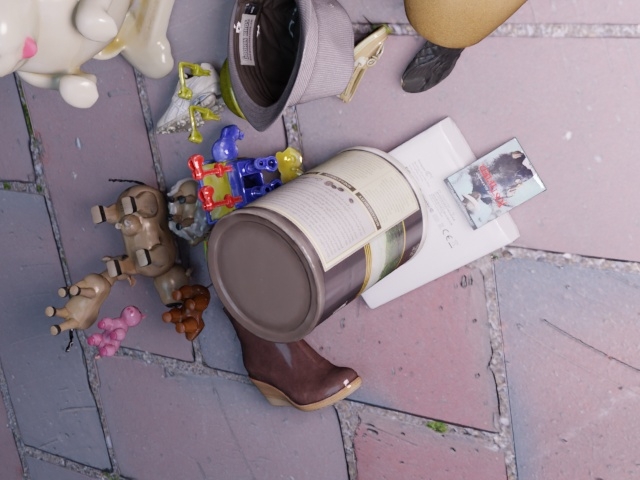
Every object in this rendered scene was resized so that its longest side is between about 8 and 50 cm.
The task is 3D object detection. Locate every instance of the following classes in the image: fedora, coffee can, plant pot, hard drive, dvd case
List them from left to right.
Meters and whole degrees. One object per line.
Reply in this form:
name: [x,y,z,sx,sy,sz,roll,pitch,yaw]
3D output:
fedora: [-0.032,-0.281,1.819,0.275,0.124,0.243,55,132,49]
coffee can: [0.000,0.000,1.817,0.202,0.275,0.201,19,124,32]
hard drive: [0.135,-0.034,1.908,0.307,0.040,0.203,-29,92,45]
plant pot: [0.194,-0.371,1.574,0.237,0.237,0.254,42,148,15]
dvd case: [0.246,-0.079,1.773,0.119,0.013,0.087,-30,92,19]

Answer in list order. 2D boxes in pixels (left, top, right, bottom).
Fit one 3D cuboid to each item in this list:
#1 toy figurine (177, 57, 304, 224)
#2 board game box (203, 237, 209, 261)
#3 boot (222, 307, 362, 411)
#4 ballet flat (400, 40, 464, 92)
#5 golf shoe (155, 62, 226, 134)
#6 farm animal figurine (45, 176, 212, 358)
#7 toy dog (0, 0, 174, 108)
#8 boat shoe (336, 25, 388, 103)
toy figurine: [-0.166,-0.111,2.018,0.217,0.191,0.362,-12,94,57]
board game box: [-0.096,0.020,2.095,0.181,0.092,0.043,15,121,34]
boot: [-0.056,0.186,2.151,0.248,0.090,0.206,-12,106,47]
ballet flat: [0.167,-0.269,1.761,0.173,0.058,0.049,-50,37,43]
golf shoe: [-0.219,-0.235,2.098,0.176,0.069,0.086,-27,74,42]
farm animal figurine: [-0.320,0.046,2.248,0.330,0.172,0.326,2,95,25]
toy dog: [-0.441,-0.389,1.945,0.395,0.408,0.284,47,133,10]
boat shoe: [0.061,-0.259,1.844,0.048,0.056,0.153,45,136,-1]
